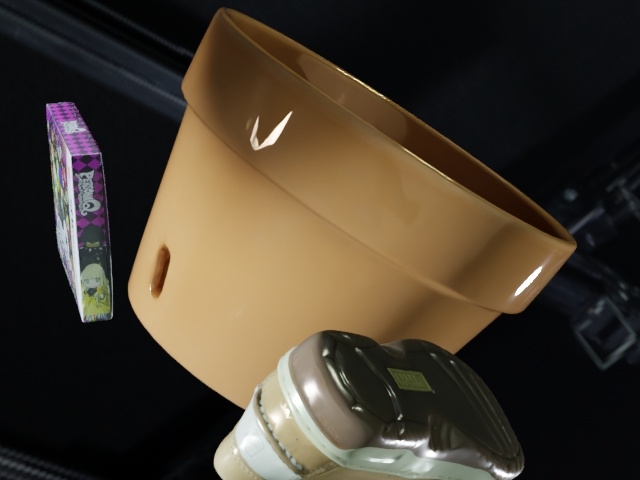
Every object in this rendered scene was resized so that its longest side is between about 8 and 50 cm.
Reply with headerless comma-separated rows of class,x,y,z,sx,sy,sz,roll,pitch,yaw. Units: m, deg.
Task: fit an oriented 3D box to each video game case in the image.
video game case,-0.298,-0.041,1.428,0.042,0.232,0.210,-6,-67,-18

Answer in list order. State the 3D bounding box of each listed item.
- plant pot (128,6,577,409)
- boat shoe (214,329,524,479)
plant pot,0.000,0.000,0.814,0.291,0.291,0.203,26,-76,-33
boat shoe,0.021,0.081,0.478,0.072,0.068,0.190,-39,-31,16
